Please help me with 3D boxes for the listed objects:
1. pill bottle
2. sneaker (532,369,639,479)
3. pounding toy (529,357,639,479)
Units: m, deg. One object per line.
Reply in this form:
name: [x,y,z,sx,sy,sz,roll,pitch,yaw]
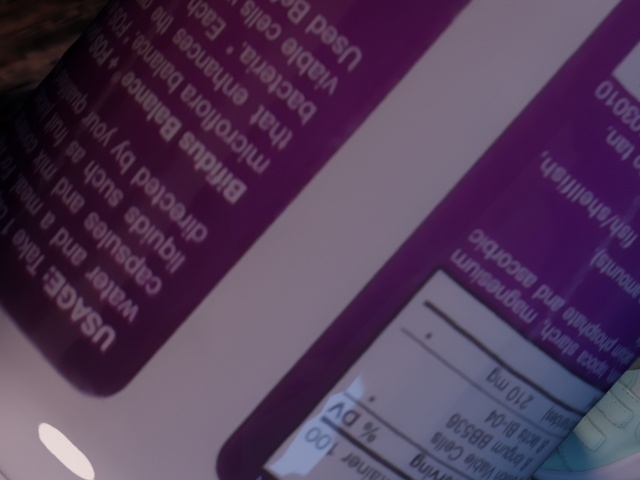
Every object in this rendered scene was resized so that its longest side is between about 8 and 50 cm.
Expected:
pill bottle: [0.000,0.000,0.513,0.301,0.169,0.169,-49,141,6]
sneaker: [0.119,0.021,0.800,0.151,0.094,0.256,35,148,-19]
pounding toy: [-0.003,0.056,0.697,0.154,0.155,0.269,24,149,-10]
